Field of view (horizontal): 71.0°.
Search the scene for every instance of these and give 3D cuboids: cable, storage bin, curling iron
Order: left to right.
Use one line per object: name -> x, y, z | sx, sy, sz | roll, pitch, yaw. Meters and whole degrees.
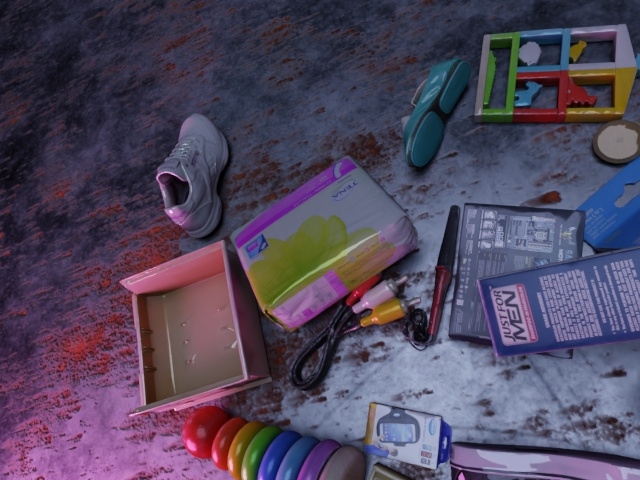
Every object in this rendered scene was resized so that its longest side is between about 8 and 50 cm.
storage bin -> -0.252, 0.176, 0.873 | 0.260, 0.123, 0.262 | -20, 67, 11
cable -> 0.035, 0.143, 0.812 | 0.287, 0.072, 0.139 | -38, 59, 4
curling iron -> 0.205, 0.060, 0.800 | 0.068, 0.035, 0.274 | 16, 78, 23

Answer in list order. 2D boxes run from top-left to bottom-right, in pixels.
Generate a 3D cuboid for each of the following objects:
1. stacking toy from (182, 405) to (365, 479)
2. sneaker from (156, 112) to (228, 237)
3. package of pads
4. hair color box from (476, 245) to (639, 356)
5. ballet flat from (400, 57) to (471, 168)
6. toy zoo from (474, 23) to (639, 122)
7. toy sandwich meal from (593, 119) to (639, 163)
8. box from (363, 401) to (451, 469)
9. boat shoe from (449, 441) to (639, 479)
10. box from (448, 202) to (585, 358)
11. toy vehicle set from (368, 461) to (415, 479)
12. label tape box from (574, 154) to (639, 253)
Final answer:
stacking toy -> -0.097, 0.367, 0.762 | 0.330, 0.141, 0.141 | 10, 75, 29
sneaker -> -0.282, -0.166, 0.987 | 0.114, 0.152, 0.305 | -13, 67, 17
package of pads -> 0.000, 0.000, 0.818 | 0.296, 0.101, 0.229 | -35, 46, 1
hair color box -> 0.393, 0.062, 0.557 | 0.347, 0.174, 0.105 | -15, 77, 26
ballet flat -> 0.211, -0.250, 0.892 | 0.087, 0.083, 0.247 | 18, 77, 49
toy zoo -> 0.453, -0.312, 0.845 | 0.293, 0.030, 0.192 | 6, 74, 22
toy sandwich meal -> 0.517, -0.171, 0.776 | 0.086, 0.029, 0.085 | -3, 81, 23
box -> 0.143, 0.320, 0.737 | 0.136, 0.028, 0.081 | 3, 73, 22
boat shoe -> 0.335, 0.346, 0.613 | 0.306, 0.113, 0.104 | -4, 72, 20
box -> 0.317, 0.060, 0.733 | 0.183, 0.059, 0.232 | 6, 83, 22
toy vehicle set -> 0.176, 0.475, 0.666 | 0.267, 0.035, 0.166 | 18, 79, 24
label tape box -> 0.582, -0.010, 0.653 | 0.241, 0.106, 0.333 | -41, 64, 2
